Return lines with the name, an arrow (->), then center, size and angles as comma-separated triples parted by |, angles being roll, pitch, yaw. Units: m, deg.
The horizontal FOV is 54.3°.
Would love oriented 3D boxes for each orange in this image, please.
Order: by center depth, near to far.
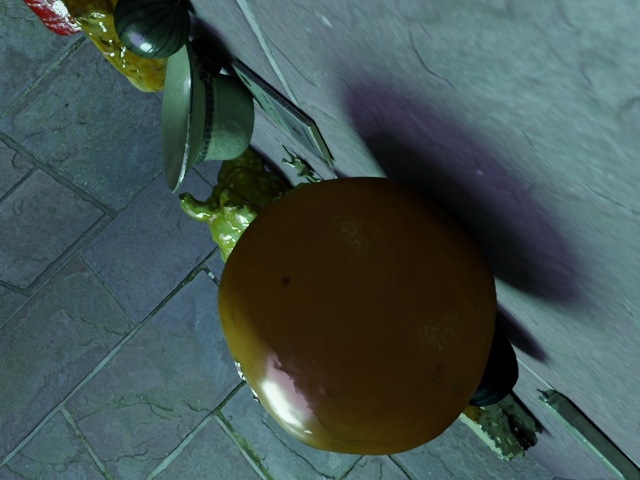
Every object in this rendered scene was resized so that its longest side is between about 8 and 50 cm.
orange -> 0.042, 0.079, 0.690 | 0.312, 0.312, 0.312 | 44, 176, 4

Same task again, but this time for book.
book -> -0.055, -0.188, 0.936 | 0.181, 0.014, 0.127 | 43, 176, 25

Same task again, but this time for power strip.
power strip -> 0.436, 0.318, 1.020 | 0.227, 0.029, 0.080 | 44, 178, -1

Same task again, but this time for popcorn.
popcorn -> -0.225, -0.082, 1.726 | 0.290, 0.325, 0.321 | 102, 153, -43

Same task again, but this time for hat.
hat -> -0.178, -0.202, 1.024 | 0.130, 0.258, 0.257 | 1, -163, -24

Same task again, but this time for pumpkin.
pumpkin -> 0.212, 0.162, 0.942 | 0.194, 0.150, 0.194 | 22, 179, 0

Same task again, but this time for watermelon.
watermelon -> -0.229, -0.314, 0.878 | 0.133, 0.105, 0.105 | -16, 128, 41

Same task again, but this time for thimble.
thimble -> -0.496, -0.495, 1.206 | 0.189, 0.163, 0.125 | 34, 168, 35

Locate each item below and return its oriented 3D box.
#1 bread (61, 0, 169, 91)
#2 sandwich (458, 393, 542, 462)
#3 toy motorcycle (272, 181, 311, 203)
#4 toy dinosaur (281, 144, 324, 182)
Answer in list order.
bread -> -0.327, -0.366, 1.041 | 0.167, 0.132, 0.294 | 45, 177, 12
sandwich -> 0.421, 0.427, 1.604 | 0.325, 0.131, 0.262 | 50, 173, -30
toy motorcycle -> 0.001, -0.002, 1.422 | 0.205, 0.143, 0.342 | 0, 153, 24
toy dinosaur -> -0.041, -0.144, 1.196 | 0.060, 0.029, 0.119 | 23, -163, -50
